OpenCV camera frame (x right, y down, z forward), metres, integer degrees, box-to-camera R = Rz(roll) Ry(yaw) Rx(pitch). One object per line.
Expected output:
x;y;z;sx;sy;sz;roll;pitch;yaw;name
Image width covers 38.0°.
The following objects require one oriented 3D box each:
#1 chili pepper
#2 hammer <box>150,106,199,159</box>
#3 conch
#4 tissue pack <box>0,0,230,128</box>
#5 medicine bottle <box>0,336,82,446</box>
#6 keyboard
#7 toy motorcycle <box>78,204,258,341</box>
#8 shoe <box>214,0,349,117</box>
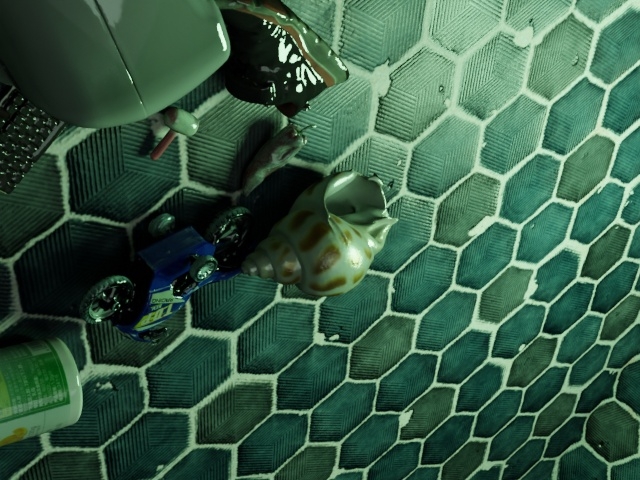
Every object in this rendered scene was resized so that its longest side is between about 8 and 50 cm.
-0.069;-0.128;1.400;0.153;0.041;0.050;-41;123;18;chili pepper
-0.205;-0.142;1.273;0.083;0.031;0.052;-50;138;13;hammer
-0.001;0.000;1.473;0.148;0.183;0.275;-23;179;38;conch
-0.258;-0.280;0.937;0.236;0.229;0.333;-30;131;-11;tissue pack
-0.473;0.222;1.255;0.274;0.133;0.133;-11;129;-35;medicine bottle
-0.319;-0.193;1.128;0.317;0.027;0.106;-50;142;4;keyboard
-0.217;0.056;1.372;0.315;0.113;0.169;-31;150;-32;toy motorcycle
-0.081;-0.252;1.236;0.137;0.114;0.291;-47;145;8;shoe
